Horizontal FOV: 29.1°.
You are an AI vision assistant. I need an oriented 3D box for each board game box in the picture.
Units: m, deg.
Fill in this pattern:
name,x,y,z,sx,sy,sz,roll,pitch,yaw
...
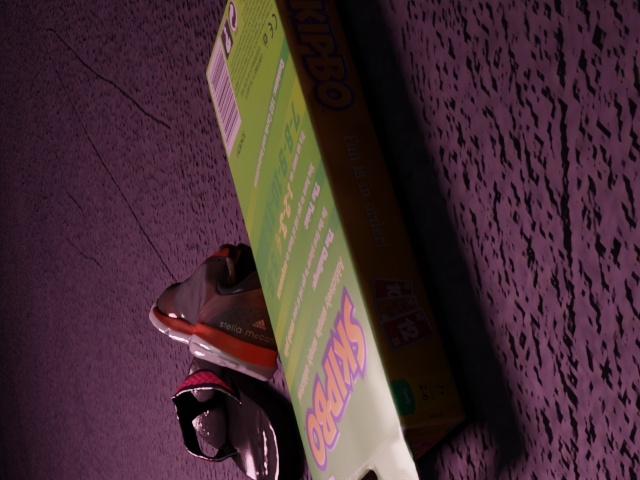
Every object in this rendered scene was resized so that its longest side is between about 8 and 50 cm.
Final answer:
name,x,y,z,sx,sy,sz,roll,pitch,yaw
board game box,0.000,0.000,0.550,0.124,0.039,0.259,120,140,-61

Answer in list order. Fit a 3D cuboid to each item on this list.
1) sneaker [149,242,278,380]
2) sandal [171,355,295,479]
name,x,y,z,sx,sy,sz,roll,pitch,yaw
sneaker,-0.050,0.034,0.697,0.158,0.061,0.065,17,86,67
sandal,-0.063,0.108,0.754,0.179,0.040,0.067,-165,68,-68
